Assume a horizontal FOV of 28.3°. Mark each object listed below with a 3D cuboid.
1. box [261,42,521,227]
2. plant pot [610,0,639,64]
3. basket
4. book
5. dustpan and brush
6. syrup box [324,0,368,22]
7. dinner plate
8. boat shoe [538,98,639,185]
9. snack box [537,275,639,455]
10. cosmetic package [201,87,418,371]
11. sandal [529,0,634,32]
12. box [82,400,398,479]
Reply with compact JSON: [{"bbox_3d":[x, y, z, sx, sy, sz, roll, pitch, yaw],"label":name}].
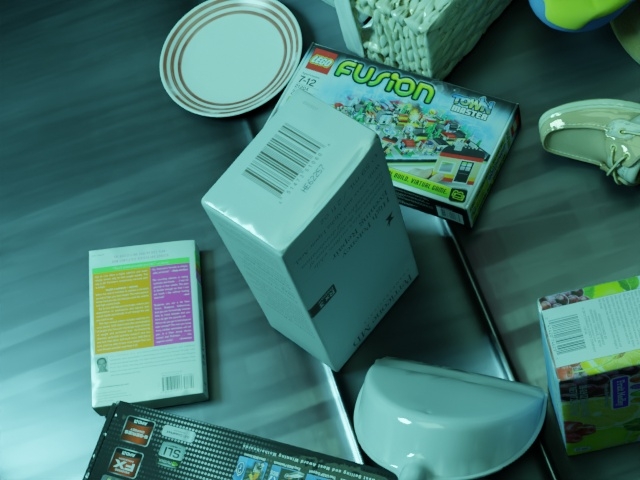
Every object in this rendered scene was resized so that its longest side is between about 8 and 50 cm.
[{"bbox_3d":[0.060,-0.096,1.123,0.207,0.036,0.114,19,69,22],"label":"box"},{"bbox_3d":[0.372,-0.233,1.122,0.236,0.032,0.236,-5,62,10],"label":"plant pot"},{"bbox_3d":[0.105,-0.234,1.142,0.103,0.113,0.167,36,76,22],"label":"basket"},{"bbox_3d":[-0.148,0.073,1.091,0.096,0.035,0.144,-8,62,6],"label":"book"},{"bbox_3d":[0.077,0.153,0.936,0.147,0.211,0.060,10,104,18],"label":"dustpan and brush"},{"bbox_3d":[0.071,-0.331,1.207,0.093,0.096,0.237,35,76,28],"label":"syrup box"},{"bbox_3d":[-0.085,-0.175,1.210,0.141,0.017,0.141,-6,61,10],"label":"dinner plate"},{"bbox_3d":[0.263,-0.075,1.048,0.170,0.063,0.059,6,59,16],"label":"boat shoe"},{"bbox_3d":[0.266,0.080,0.905,0.207,0.174,0.070,-15,62,7],"label":"snack box"},{"bbox_3d":[0.000,0.000,0.976,0.085,0.231,0.117,34,76,26],"label":"cosmetic package"},{"bbox_3d":[0.262,-0.318,1.140,0.126,0.138,0.317,24,72,-2],"label":"sandal"},{"bbox_3d":[-0.069,0.258,0.960,0.270,0.060,0.216,12,66,19],"label":"box"}]
